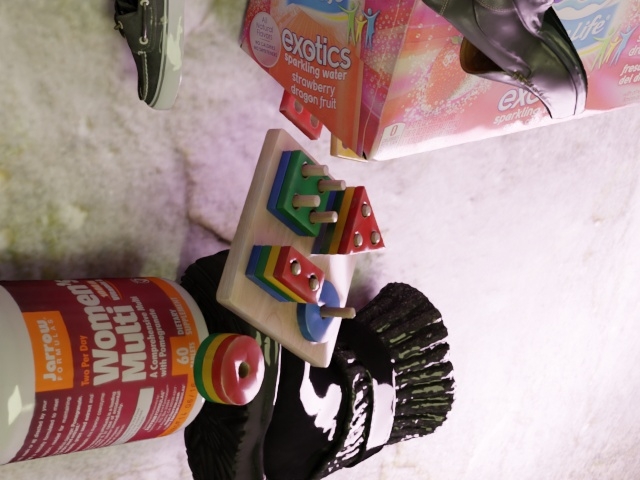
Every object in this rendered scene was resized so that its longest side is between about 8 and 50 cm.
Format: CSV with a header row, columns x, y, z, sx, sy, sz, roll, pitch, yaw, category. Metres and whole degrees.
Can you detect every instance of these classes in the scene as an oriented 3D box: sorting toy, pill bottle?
x,y,z,sx,sy,sz,roll,pitch,yaw,category
0.000,0.000,0.733,0.132,0.046,0.274,41,57,-48,sorting toy
-0.193,0.087,0.693,0.221,0.121,0.121,0,127,-46,pill bottle

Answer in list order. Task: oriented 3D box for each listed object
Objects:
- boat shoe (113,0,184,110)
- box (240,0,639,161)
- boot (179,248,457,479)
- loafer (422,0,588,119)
x,y,z,sx,sy,sz,roll,pitch,yaw,category
-0.104,-0.142,0.612,0.040,0.049,0.142,-4,131,-19,boat shoe
0.116,-0.171,0.706,0.300,0.154,0.142,-14,136,-35,box
0.009,0.101,0.909,0.260,0.131,0.348,-23,146,-24,boot
0.106,-0.116,0.579,0.061,0.062,0.170,-29,142,14,loafer
